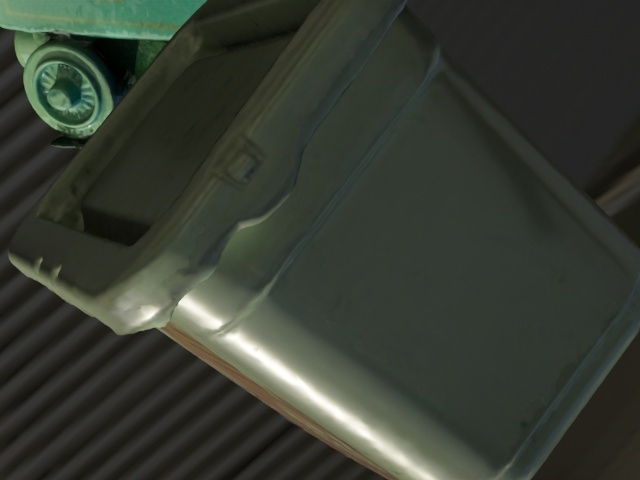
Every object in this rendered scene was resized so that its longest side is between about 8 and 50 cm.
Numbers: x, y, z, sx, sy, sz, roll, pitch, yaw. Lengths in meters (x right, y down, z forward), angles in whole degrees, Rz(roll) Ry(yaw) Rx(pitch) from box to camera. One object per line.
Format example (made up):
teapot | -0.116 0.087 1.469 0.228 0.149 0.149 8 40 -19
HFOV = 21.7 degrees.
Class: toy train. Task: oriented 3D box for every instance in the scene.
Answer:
toy train | -0.104 -0.147 1.016 0.203 0.163 0.112 5 -148 22

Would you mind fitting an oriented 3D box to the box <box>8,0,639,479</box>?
box | 0.000 0.000 0.726 0.175 0.182 0.312 -53 -165 -8
